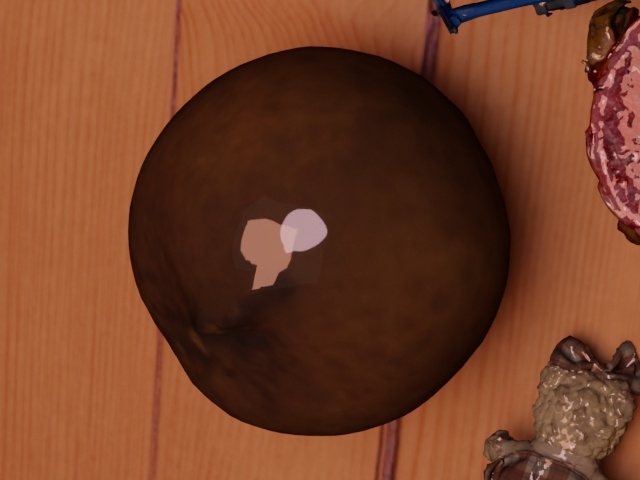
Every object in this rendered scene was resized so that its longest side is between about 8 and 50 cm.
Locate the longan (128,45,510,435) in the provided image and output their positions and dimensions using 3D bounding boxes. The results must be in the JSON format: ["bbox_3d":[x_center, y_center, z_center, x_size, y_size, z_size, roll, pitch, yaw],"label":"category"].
[{"bbox_3d":[0.000,0.000,1.449,0.319,0.319,0.318,11,110,31],"label":"longan"}]

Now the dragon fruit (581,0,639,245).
[{"bbox_3d":[0.305,-0.066,1.332,0.282,0.147,0.211,44,114,12],"label":"dragon fruit"}]

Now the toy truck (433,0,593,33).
[{"bbox_3d":[0.145,-0.219,1.339,0.113,0.208,0.126,-9,98,37],"label":"toy truck"}]

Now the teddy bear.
[{"bbox_3d":[0.185,0.184,1.495,0.133,0.111,0.213,22,117,23],"label":"teddy bear"}]
